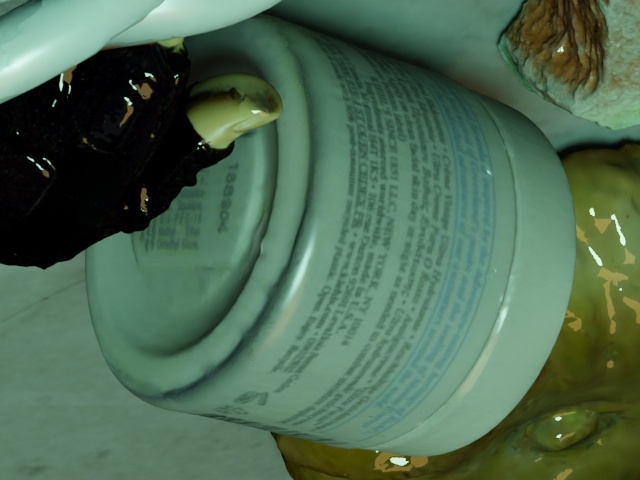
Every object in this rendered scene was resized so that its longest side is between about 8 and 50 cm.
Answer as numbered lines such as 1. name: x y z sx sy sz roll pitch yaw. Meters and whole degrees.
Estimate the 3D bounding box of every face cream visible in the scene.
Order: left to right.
1. face cream: 0.000 0.000 0.775 0.153 0.177 0.177 17 131 -36

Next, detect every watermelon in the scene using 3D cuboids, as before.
1. watermelon: 0.143 -0.122 0.756 0.121 0.098 0.158 -18 140 -3

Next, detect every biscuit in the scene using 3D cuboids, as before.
1. biscuit: 0.131 0.079 1.007 0.326 0.107 0.325 -15 144 -11

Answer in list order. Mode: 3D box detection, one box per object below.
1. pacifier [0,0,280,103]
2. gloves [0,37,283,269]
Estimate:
1. pacifier: -0.108 -0.161 0.499 0.244 0.299 0.233 -33 110 -36
2. gloves: -0.104 -0.068 0.682 0.164 0.124 0.203 29 142 -13
